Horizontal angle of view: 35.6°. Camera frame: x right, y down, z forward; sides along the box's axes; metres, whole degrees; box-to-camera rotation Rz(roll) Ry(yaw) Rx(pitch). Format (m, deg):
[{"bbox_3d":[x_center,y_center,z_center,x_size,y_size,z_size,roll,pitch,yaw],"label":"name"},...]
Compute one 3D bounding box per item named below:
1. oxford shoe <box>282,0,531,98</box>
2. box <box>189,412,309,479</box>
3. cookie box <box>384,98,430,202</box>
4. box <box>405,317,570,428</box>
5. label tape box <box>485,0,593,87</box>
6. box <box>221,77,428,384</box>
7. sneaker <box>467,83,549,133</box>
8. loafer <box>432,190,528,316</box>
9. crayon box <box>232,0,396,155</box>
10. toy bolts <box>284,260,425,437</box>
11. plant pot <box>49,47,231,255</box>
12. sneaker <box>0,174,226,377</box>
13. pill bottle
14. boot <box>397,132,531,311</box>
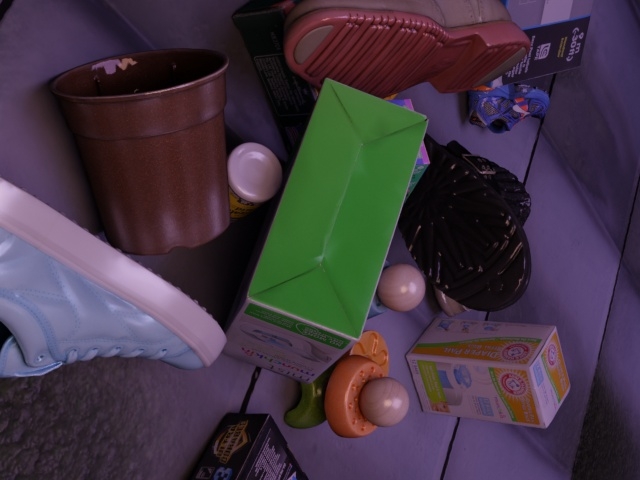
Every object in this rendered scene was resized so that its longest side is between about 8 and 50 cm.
[{"bbox_3d":[0.089,-0.262,1.197,0.397,0.140,0.146,-7,65,-48],"label":"oxford shoe"},{"bbox_3d":[-0.077,0.398,1.114,0.293,0.073,0.295,64,35,-32],"label":"box"},{"bbox_3d":[0.089,-0.106,1.213,0.040,0.107,0.091,-8,68,-15],"label":"cookie box"},{"bbox_3d":[0.247,0.191,1.463,0.103,0.203,0.114,-44,125,-43],"label":"box"},{"bbox_3d":[0.355,-0.394,1.552,0.348,0.115,0.249,-17,125,-37],"label":"label tape box"},{"bbox_3d":[0.000,0.000,1.092,0.127,0.231,0.262,21,69,-6],"label":"box"},{"bbox_3d":[0.302,-0.219,1.642,0.221,0.083,0.087,0,104,-48],"label":"sneaker"},{"bbox_3d":[0.253,0.000,1.556,0.102,0.092,0.268,51,53,-41],"label":"loafer"},{"bbox_3d":[0.039,-0.272,1.271,0.318,0.081,0.202,-51,129,-40],"label":"crayon box"},{"bbox_3d":[0.073,0.126,1.264,0.218,0.158,0.228,-2,93,-53],"label":"toy bolts"},{"bbox_3d":[-0.160,-0.084,0.958,0.167,0.167,0.165,-35,127,-47],"label":"plant pot"},{"bbox_3d":[-0.238,0.062,0.895,0.366,0.135,0.150,39,78,-43],"label":"sneaker"},{"bbox_3d":[-0.093,-0.056,1.064,0.065,0.116,0.065,9,70,-27],"label":"pill bottle"},{"bbox_3d":[0.208,-0.029,1.336,0.131,0.348,0.260,-45,143,18],"label":"boot"}]
